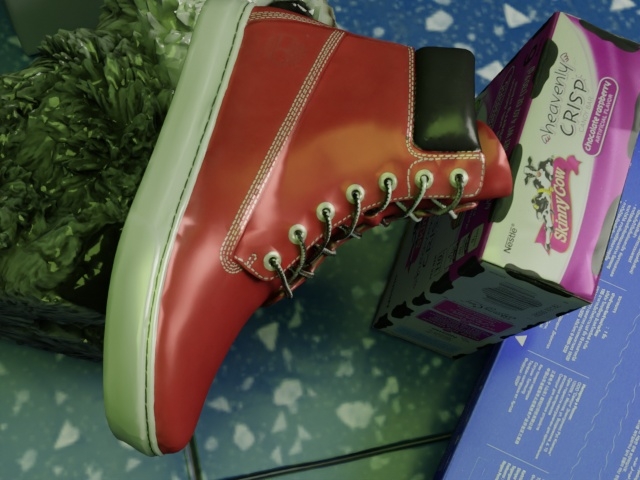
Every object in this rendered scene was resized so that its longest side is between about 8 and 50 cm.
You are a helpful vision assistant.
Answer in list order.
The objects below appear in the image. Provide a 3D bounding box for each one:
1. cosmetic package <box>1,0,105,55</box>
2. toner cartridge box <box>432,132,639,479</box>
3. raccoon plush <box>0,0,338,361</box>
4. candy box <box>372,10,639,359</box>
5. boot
[{"bbox_3d":[-0.192,-0.286,0.751,0.138,0.224,0.225,-22,77,-11],"label":"cosmetic package"},{"bbox_3d":[0.193,0.101,0.732,0.165,0.075,0.348,26,79,5],"label":"toner cartridge box"},{"bbox_3d":[-0.198,-0.099,0.701,0.446,0.216,0.299,12,74,-2],"label":"raccoon plush"},{"bbox_3d":[0.114,-0.021,0.699,0.071,0.233,0.159,21,73,-5],"label":"candy box"},{"bbox_3d":[0.000,0.000,0.546,0.176,0.088,0.244,13,71,5],"label":"boot"}]
